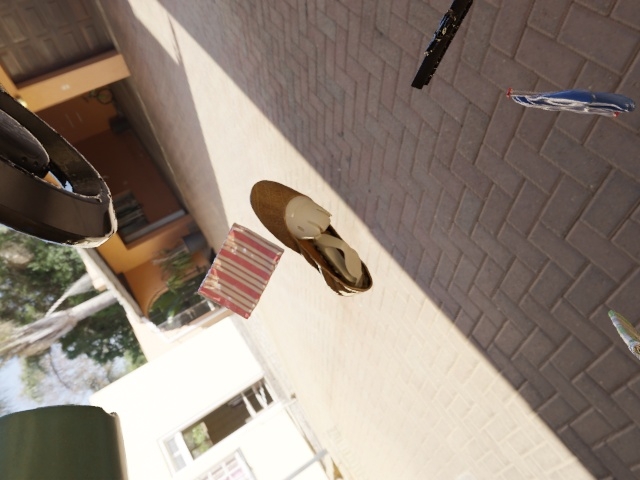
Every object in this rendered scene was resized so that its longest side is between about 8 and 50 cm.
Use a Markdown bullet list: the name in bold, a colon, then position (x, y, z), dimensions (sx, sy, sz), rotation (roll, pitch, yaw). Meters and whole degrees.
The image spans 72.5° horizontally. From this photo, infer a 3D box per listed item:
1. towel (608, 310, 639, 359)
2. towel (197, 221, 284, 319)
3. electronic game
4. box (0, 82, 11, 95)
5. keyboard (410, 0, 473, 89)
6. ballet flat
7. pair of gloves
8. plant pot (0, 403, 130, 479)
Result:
- **towel**: position (0.495, 0.165, 0.655), dimensions (0.113, 0.023, 0.152), rotation (46, -156, 9)
- **towel**: position (-0.191, 0.073, 1.051), dimensions (0.144, 0.197, 0.029), rotation (28, -178, 0)
- **electronic game**: position (-0.258, -0.077, 0.338), dimensions (0.229, 0.048, 0.229), rotation (43, 180, 0)
- **box**: position (-0.552, -0.227, 0.765), dimensions (0.081, 0.028, 0.136), rotation (48, 152, 11)
- **keyboard**: position (0.165, -0.270, 0.542), dimensions (0.023, 0.108, 0.180), rotation (33, 146, 6)
- **ballet flat**: position (0.000, 0.000, 0.905), dimensions (0.124, 0.116, 0.342), rotation (-1, 135, 53)
- **pair of gloves**: position (0.353, -0.201, 0.626), dimensions (0.159, 0.198, 0.023), rotation (17, 107, 25)
- **plant pot**: position (-0.428, 0.457, 0.656), dimensions (0.341, 0.341, 0.334), rotation (88, 164, -56)
